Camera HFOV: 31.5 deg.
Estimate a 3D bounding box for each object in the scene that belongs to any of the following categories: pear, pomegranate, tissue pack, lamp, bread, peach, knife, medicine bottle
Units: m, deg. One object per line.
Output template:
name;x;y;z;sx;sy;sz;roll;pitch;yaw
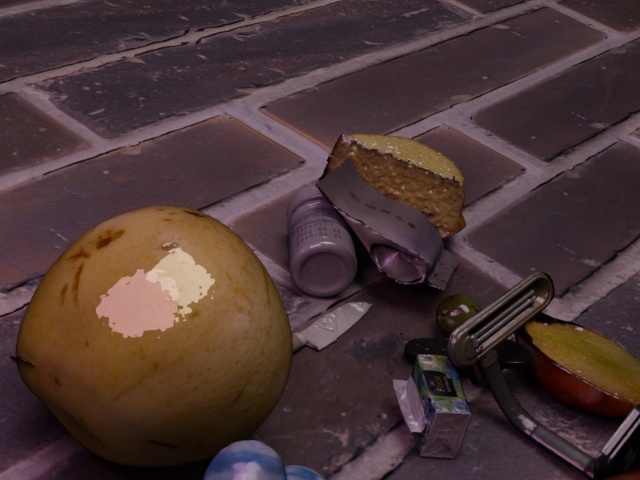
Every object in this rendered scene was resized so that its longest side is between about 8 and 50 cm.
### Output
pear;-0.187;0.115;1.306;0.309;0.309;0.309;11;32;-7
pomegranate;0.206;0.115;1.677;0.073;0.073;0.084;26;-2;17
tissue pack;0.140;0.214;1.473;0.079;0.085;0.111;5;34;-13
lamp;0.326;0.186;1.501;0.283;0.124;0.203;39;66;22
bread;0.137;-0.101;1.918;0.260;0.129;0.134;22;26;8
peach;0.396;0.198;1.622;0.279;0.068;0.189;35;31;30
knife;-0.014;0.138;1.591;0.047;0.017;0.298;33;32;22
medicine bottle;0.000;0.000;1.726;0.105;0.105;0.168;9;33;-9

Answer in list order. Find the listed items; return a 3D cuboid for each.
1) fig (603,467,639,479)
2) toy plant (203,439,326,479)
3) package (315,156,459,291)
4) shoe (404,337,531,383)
fig;0.408;0.357;1.318;0.160;0.143;0.231;-14;39;11
toy plant;-0.054;0.335;1.108;0.247;0.247;0.332;20;26;8
package;0.105;-0.018;1.769;0.251;0.062;0.204;41;19;2
shoe;0.208;0.173;1.606;0.179;0.049;0.071;1;24;14
